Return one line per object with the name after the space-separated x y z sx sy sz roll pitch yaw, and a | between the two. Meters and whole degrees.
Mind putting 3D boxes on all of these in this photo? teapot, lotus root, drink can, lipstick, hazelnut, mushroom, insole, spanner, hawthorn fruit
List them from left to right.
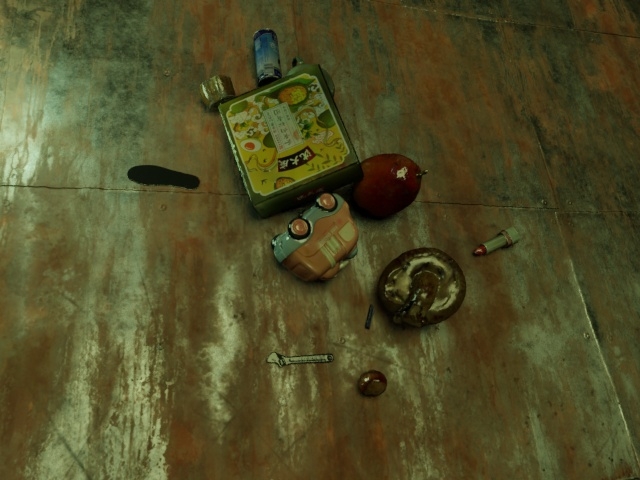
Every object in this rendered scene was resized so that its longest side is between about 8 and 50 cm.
-0.513 -0.207 1.867 0.232 0.003 0.080 8 63 -12 | insole
-0.357 -0.518 2.004 0.122 0.112 0.081 -27 83 7 | lotus root
-0.198 -0.674 2.133 0.097 0.097 0.235 -1 64 -16 | drink can
-0.060 0.355 1.713 0.208 0.012 0.046 0 64 -16 | spanner
-0.046 -0.554 2.101 0.193 0.129 0.294 -14 67 -21 | teapot
0.158 0.425 1.706 0.086 0.086 0.086 6 63 -13 | hazelnut
0.241 -0.199 1.929 0.224 0.260 0.224 15 69 -44 | hawthorn fruit
0.315 0.162 1.808 0.263 0.195 0.283 32 44 10 | mushroom
0.626 0.013 2.053 0.186 0.057 0.063 -22 72 -18 | lipstick

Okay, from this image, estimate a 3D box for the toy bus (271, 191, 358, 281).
0.000 0.000 1.808 0.232 0.194 0.287 47 61 1 | toy bus

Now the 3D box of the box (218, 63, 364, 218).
-0.102 -0.332 1.890 0.373 0.138 0.420 -21 70 3 | box

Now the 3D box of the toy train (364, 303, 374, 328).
0.160 0.243 1.826 0.017 0.017 0.083 21 61 -8 | toy train
